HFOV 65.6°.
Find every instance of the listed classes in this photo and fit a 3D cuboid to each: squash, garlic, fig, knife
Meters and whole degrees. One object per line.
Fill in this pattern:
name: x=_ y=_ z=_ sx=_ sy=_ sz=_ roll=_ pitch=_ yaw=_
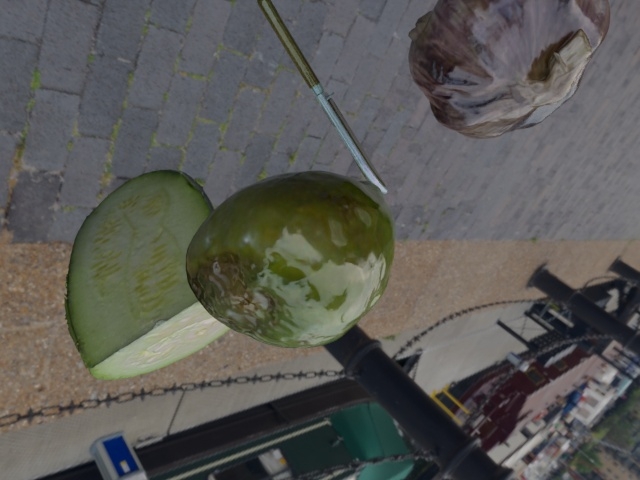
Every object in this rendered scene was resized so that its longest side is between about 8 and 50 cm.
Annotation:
squash: x=-0.249 y=0.005 z=0.714 sx=0.234 sy=0.308 sz=0.210 roll=-32 pitch=162 yaw=1
garlic: x=0.232 y=-0.219 z=0.608 sx=0.245 sy=0.160 sz=0.244 roll=-12 pitch=146 yaw=-8
fig: x=-0.006 y=0.015 z=0.467 sx=0.234 sy=0.167 sz=0.167 roll=-2 pitch=125 yaw=-50
knife: x=0.013 y=-0.209 z=0.745 sx=0.027 sy=0.061 sz=0.342 roll=-29 pitch=105 yaw=17
